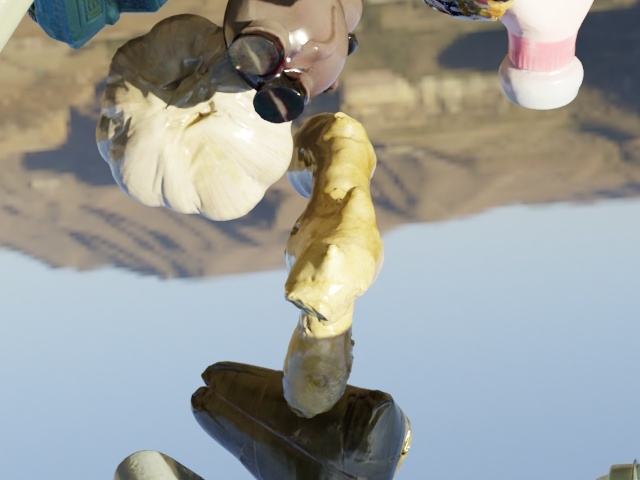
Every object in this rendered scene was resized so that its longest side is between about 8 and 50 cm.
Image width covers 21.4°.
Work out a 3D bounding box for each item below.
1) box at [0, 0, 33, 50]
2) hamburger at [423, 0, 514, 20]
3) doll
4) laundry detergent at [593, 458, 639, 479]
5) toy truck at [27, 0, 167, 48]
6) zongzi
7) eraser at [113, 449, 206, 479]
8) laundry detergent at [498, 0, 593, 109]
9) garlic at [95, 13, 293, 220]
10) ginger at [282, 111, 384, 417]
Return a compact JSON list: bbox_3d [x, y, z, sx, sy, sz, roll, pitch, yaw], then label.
[{"bbox_3d":[-0.408,-0.324,1.555,0.352,0.344,0.177,35,180,-35],"label":"box"},{"bbox_3d":[0.099,-0.267,1.336,0.107,0.231,0.231,-45,-172,-3],"label":"hamburger"},{"bbox_3d":[-0.026,-0.219,1.671,0.117,0.182,0.257,-15,-147,17],"label":"doll"},{"bbox_3d":[0.367,0.326,1.465,0.305,0.287,0.287,-6,-177,13],"label":"laundry detergent"},{"bbox_3d":[-0.232,-0.352,1.957,0.156,0.155,0.279,24,-126,22],"label":"toy truck"},{"bbox_3d":[-0.049,0.314,2.112,0.273,0.300,0.145,10,170,19],"label":"zongzi"},{"bbox_3d":[-0.130,0.338,1.810,0.081,0.174,0.227,-43,-148,6],"label":"eraser"},{"bbox_3d":[0.208,-0.281,1.563,0.159,0.335,0.088,-29,-138,-34],"label":"laundry detergent"},{"bbox_3d":[-0.133,-0.133,1.792,0.227,0.228,0.152,-4,177,13],"label":"garlic"},{"bbox_3d":[0.017,-0.010,1.869,0.122,0.363,0.348,13,161,-6],"label":"ginger"}]
